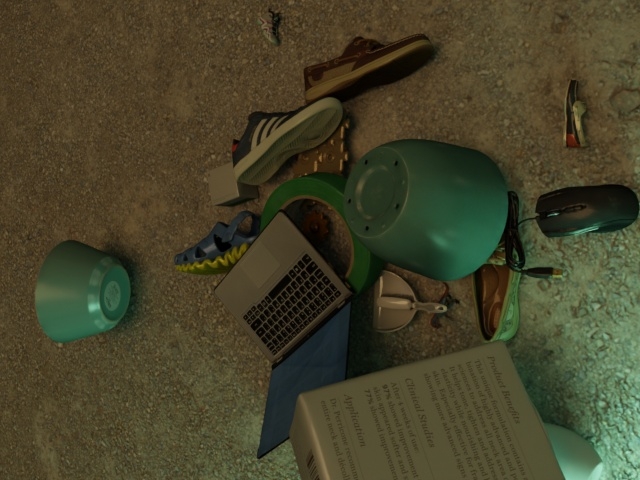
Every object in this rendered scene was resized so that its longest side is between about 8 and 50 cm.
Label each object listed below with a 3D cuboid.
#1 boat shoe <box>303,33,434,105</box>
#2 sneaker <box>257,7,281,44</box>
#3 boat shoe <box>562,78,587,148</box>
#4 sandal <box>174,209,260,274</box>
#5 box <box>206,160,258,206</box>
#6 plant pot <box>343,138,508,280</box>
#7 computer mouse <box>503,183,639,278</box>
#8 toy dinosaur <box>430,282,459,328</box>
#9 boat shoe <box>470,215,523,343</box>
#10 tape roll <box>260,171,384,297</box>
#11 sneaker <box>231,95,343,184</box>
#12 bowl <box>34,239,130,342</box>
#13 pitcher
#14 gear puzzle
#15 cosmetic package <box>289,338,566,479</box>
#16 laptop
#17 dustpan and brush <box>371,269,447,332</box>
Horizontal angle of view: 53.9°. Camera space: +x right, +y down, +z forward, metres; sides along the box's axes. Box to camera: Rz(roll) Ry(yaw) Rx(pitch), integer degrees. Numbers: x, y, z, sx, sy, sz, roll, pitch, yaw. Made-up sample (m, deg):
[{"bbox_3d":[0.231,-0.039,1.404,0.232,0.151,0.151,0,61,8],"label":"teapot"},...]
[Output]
[{"bbox_3d":[0.098,-0.422,1.473,0.342,0.123,0.123,-16,82,38],"label":"boat shoe"},{"bbox_3d":[-0.124,-0.571,1.659,0.069,0.038,0.098,-39,70,27],"label":"sneaker"},{"bbox_3d":[0.507,-0.252,1.250,0.043,0.049,0.137,3,93,29],"label":"boat shoe"},{"bbox_3d":[-0.261,0.012,1.703,0.317,0.126,0.138,-16,77,23],"label":"sandal"},{"bbox_3d":[-0.237,-0.151,1.698,0.101,0.087,0.102,-15,81,32],"label":"box"},{"bbox_3d":[0.191,-0.074,1.288,0.293,0.235,0.293,-15,70,48],"label":"plant pot"},{"bbox_3d":[0.478,-0.020,1.220,0.262,0.060,0.184,-3,79,20],"label":"computer mouse"},{"bbox_3d":[0.274,0.156,1.413,0.082,0.047,0.090,-46,33,33],"label":"toy dinosaur"},{"bbox_3d":[0.364,0.072,1.312,0.105,0.089,0.285,-7,85,33],"label":"boat shoe"},{"bbox_3d":[0.000,0.000,1.505,0.321,0.077,0.321,14,113,34],"label":"tape roll"},{"bbox_3d":[-0.100,-0.280,1.551,0.350,0.131,0.148,-29,63,31],"label":"sneaker"},{"bbox_3d":[-0.686,0.154,1.888,0.163,0.311,0.311,1,90,13],"label":"bowl"},{"bbox_3d":[0.438,0.440,1.257,0.207,0.125,0.177,26,122,41],"label":"pitcher"},{"bbox_3d":[0.006,-0.157,1.572,0.175,0.044,0.339,3,91,38],"label":"gear puzzle"},{"bbox_3d":[0.177,0.425,1.154,0.327,0.394,0.329,100,155,-60],"label":"cosmetic package"},{"bbox_3d":[-0.116,0.220,1.468,0.408,0.236,0.382,49,131,7],"label":"laptop"},{"bbox_3d":[0.198,0.144,1.434,0.211,0.060,0.147,2,90,33],"label":"dustpan and brush"}]
